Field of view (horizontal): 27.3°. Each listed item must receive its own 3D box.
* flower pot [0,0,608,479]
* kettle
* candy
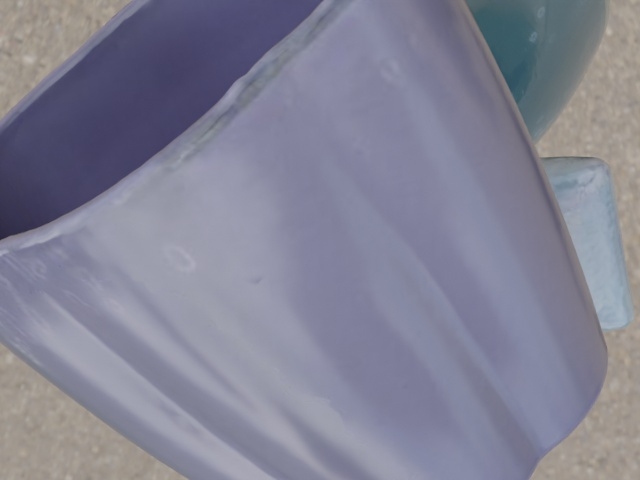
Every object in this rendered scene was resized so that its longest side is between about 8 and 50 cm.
[{"bbox_3d":[0.000,0.000,0.601,0.265,0.265,0.243,-32,114,22],"label":"flower pot"},{"bbox_3d":[0.120,-0.206,1.358,0.247,0.342,0.319,-24,112,41],"label":"kettle"},{"bbox_3d":[0.199,0.005,1.161,0.138,0.071,0.174,-1,124,24],"label":"candy"}]
